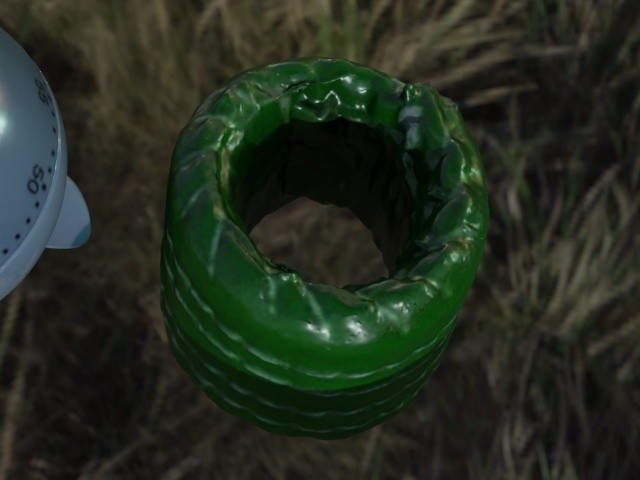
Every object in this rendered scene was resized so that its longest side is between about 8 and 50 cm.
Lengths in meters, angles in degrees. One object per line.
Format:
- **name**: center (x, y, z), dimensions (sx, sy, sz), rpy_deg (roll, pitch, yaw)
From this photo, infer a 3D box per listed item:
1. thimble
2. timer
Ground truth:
- **thimble**: center (0.000, 0.000, 0.642), dimensions (0.118, 0.090, 0.130), rpy_deg (28, 53, 13)
- **timer**: center (-0.200, -0.029, 0.842), dimensions (0.175, 0.255, 0.175), rpy_deg (1, 83, -8)
